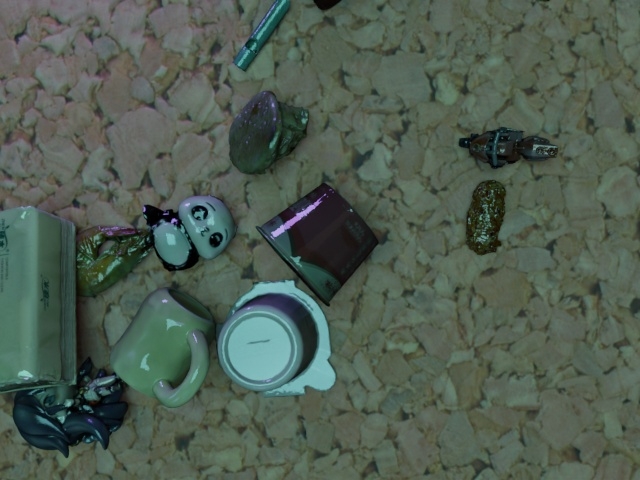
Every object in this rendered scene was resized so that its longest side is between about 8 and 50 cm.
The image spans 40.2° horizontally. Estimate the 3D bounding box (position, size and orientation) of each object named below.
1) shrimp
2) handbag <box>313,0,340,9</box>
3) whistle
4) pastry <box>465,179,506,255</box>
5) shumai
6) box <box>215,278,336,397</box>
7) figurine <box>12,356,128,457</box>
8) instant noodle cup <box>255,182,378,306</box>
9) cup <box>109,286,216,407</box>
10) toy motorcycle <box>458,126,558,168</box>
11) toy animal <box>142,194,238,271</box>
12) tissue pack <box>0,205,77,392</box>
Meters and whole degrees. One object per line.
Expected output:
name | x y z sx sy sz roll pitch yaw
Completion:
shrimp | -0.477 0.025 1.990 0.267 0.061 0.145 -29 80 8
handbag | 0.079 -0.608 1.813 0.275 0.260 0.084 -32 87 4
whistle | -0.129 -0.462 1.947 0.039 0.039 0.186 37 95 3
pastry | 0.362 -0.049 1.904 0.087 0.063 0.169 6 92 3
shumai | -0.109 -0.230 1.921 0.120 0.201 0.201 18 95 -37
box | -0.102 0.241 1.887 0.291 0.206 0.262 43 96 5
figurine | -0.549 0.377 1.955 0.265 0.175 0.197 4 97 13
instant noodle cup | 0.000 0.000 1.870 0.178 0.235 0.235 -43 88 -4
cup | -0.336 0.231 1.884 0.173 0.255 0.202 34 96 -17
toy motorcycle | 0.403 -0.197 1.868 0.213 0.118 0.084 5 102 5
toy animal | -0.283 -0.031 1.927 0.179 0.138 0.166 -21 106 11
tissue pack | -0.691 0.139 1.885 0.297 0.207 0.380 -11 74 15
